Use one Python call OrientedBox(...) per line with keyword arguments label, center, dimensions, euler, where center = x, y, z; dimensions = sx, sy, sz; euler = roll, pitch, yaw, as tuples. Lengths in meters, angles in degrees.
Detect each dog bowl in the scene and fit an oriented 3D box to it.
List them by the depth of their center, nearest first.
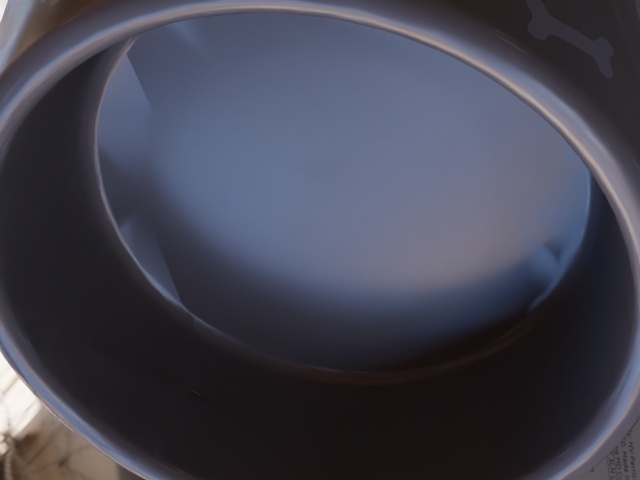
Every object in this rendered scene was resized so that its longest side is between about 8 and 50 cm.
OrientedBox(label="dog bowl", center=(0.000, 0.000, 0.522), dimensions=(0.349, 0.349, 0.102), euler=(42, -144, -20))

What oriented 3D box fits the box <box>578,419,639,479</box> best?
OrientedBox(label="box", center=(0.287, 0.141, 0.730), dimensions=(0.149, 0.126, 0.232), euler=(-10, -176, -37))
